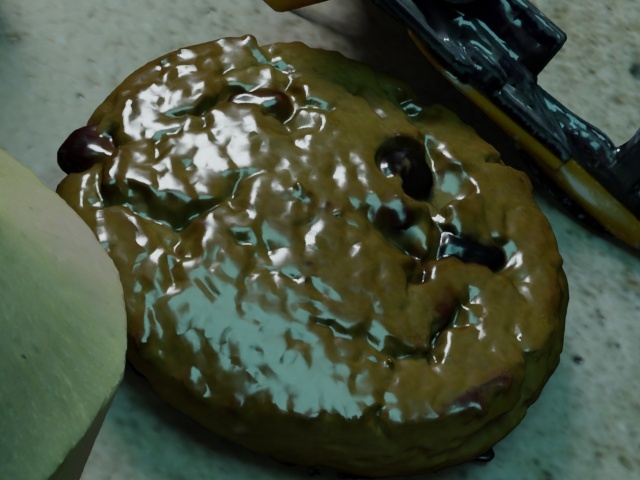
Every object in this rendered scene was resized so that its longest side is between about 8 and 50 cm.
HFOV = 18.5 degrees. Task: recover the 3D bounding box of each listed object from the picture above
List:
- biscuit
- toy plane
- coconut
[{"bbox_3d":[0.001,-0.001,1.059,0.296,0.075,0.296,13,48,-15],"label":"biscuit"},{"bbox_3d":[0.116,-0.101,1.171,0.316,0.103,0.204,36,13,2],"label":"toy plane"},{"bbox_3d":[-0.208,0.051,0.808,0.259,0.259,0.259,12,50,-14],"label":"coconut"}]
